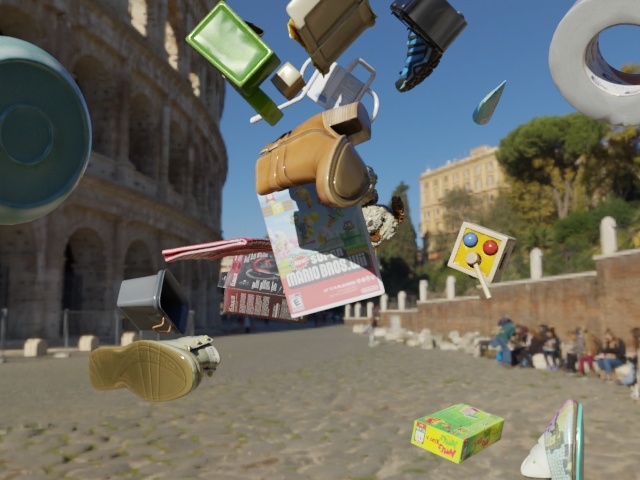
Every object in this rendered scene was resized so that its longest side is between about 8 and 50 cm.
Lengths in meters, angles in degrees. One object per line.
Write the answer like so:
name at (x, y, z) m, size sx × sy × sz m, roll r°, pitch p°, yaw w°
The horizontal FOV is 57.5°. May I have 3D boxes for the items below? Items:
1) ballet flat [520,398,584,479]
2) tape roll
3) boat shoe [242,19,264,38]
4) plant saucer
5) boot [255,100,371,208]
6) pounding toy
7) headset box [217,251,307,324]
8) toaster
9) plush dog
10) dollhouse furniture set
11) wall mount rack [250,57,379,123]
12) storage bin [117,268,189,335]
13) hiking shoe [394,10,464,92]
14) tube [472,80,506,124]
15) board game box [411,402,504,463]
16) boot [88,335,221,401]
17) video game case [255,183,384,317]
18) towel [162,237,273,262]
ballet flat at (0.281, 0.302, 0.688) m, size 0.079 × 0.221 × 0.077 m, roll -8°, pitch -12°, yaw 28°
tape roll at (0.462, -0.283, 0.870) m, size 0.219 × 0.219 × 0.072 m, roll -9°, pitch 32°, yaw 52°
boat shoe at (-0.242, -0.642, 1.756) m, size 0.152 × 0.056 × 0.049 m, roll 0°, pitch 3°, yaw -24°
plant saucer at (-0.511, -0.181, 0.993) m, size 0.044 × 0.317 × 0.317 m, roll 10°, pitch -1°, yaw 28°
boot at (-0.030, -0.128, 1.022) m, size 0.220 × 0.283 × 0.109 m, roll -19°, pitch -49°, yaw 25°
pounding toy at (0.369, 0.045, 1.338) m, size 0.130 × 0.141 × 0.100 m, roll 24°, pitch 11°, yaw 32°
headset box at (-0.175, 0.137, 1.854) m, size 0.293 × 0.110 × 0.218 m, roll 8°, pitch 34°, yaw -4°
toaster at (0.287, -0.599, 1.566) m, size 0.168 × 0.110 × 0.185 m, roll 36°, pitch 18°, yaw -21°
plush dog at (0.122, -0.067, 1.724) m, size 0.225 × 0.262 × 0.210 m, roll 38°, pitch 5°, yaw 4°
dollhouse furniture set at (-0.062, -0.394, 1.089) m, size 0.301 × 0.151 × 0.197 m, roll -45°, pitch -18°, yaw 3°
wall mount rack at (-0.018, -0.376, 1.553) m, size 0.130 × 0.304 × 0.350 m, roll 18°, pitch 22°, yaw -47°
storage bin at (-0.313, 0.126, 1.089) m, size 0.091 × 0.098 × 0.135 m, roll -6°, pitch -36°, yaw 8°
hiking shoe at (0.320, -0.611, 1.842) m, size 0.304 × 0.132 × 0.113 m, roll -53°, pitch -15°, yaw 32°
tube at (0.465, -0.376, 1.619) m, size 0.052 × 0.080 × 0.207 m, roll 40°, pitch -2°, yaw 8°
board game box at (0.251, 0.343, 1.051) m, size 0.092 × 0.043 × 0.181 m, roll 12°, pitch 5°, yaw 39°
boot at (-0.199, 0.173, 0.820) m, size 0.213 × 0.077 × 0.165 m, roll -8°, pitch -8°, yaw 38°
video game case at (0.000, 0.000, 1.219) m, size 0.204 × 0.285 × 0.025 m, roll -16°, pitch 1°, yaw 3°
towel at (-0.218, 0.022, 1.350) m, size 0.199 × 0.031 × 0.275 m, roll -10°, pitch -3°, yaw 10°
